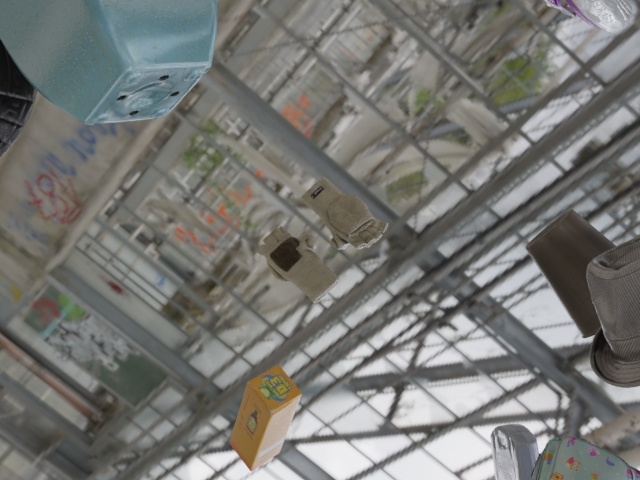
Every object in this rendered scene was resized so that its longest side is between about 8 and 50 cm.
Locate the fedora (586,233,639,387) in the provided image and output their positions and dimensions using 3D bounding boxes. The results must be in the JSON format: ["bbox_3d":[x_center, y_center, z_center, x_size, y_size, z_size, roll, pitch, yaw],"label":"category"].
[{"bbox_3d":[0.412,0.051,1.071,0.244,0.124,0.275,-33,-178,33],"label":"fedora"}]

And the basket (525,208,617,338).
[{"bbox_3d":[0.550,0.060,1.837,0.204,0.227,0.154,-45,174,39],"label":"basket"}]

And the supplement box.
[{"bbox_3d":[-0.102,0.324,1.590,0.080,0.078,0.233,-27,153,-30],"label":"supplement box"}]

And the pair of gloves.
[{"bbox_3d":[0.000,0.000,1.834,0.240,0.204,0.042,-49,148,-12],"label":"pair of gloves"}]

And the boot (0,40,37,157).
[{"bbox_3d":[-0.569,-0.281,1.457,0.284,0.138,0.377,6,-101,55],"label":"boot"}]

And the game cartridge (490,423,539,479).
[{"bbox_3d":[0.420,0.492,1.877,0.060,0.196,0.294,-10,172,-1],"label":"game cartridge"}]

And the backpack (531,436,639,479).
[{"bbox_3d":[0.429,0.410,1.384,0.144,0.188,0.166,97,18,-52],"label":"backpack"}]

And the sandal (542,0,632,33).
[{"bbox_3d":[0.346,-0.380,1.250,0.102,0.169,0.416,-41,-161,31],"label":"sandal"}]

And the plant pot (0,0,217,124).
[{"bbox_3d":[-0.291,-0.307,1.243,0.248,0.252,0.247,-14,165,-45],"label":"plant pot"}]
